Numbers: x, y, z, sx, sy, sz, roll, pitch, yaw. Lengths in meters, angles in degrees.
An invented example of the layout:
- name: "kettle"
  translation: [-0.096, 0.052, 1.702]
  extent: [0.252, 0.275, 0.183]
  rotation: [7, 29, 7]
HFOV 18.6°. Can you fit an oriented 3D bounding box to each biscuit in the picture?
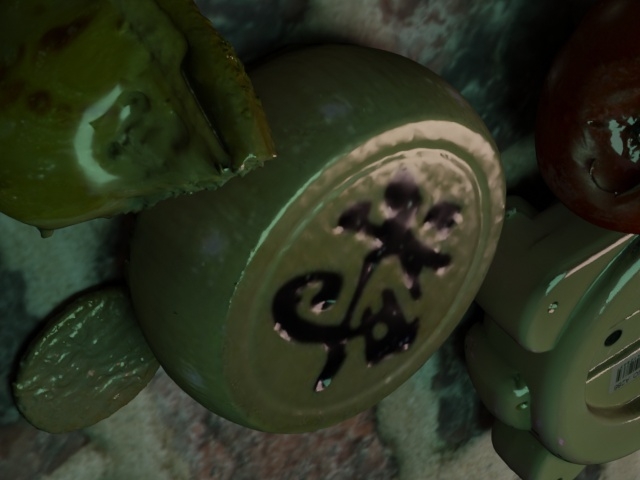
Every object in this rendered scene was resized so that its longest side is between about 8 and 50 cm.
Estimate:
- name: "biscuit"
  translation: [-0.146, 0.077, 1.251]
  extent: [0.120, 0.015, 0.120]
  rotation: [-27, 141, -24]

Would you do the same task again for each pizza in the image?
- name: "pizza"
  translation: [-0.124, -0.068, 0.980]
  extent: [0.080, 0.204, 0.188]
  rotation: [-13, 140, -52]

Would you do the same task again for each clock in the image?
- name: "clock"
  translation: [0.240, 0.048, 1.540]
  extent: [0.284, 0.114, 0.309]
  rotation: [-31, 145, -22]

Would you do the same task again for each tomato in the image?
- name: "tomato"
  translation: [0.240, -0.092, 1.350]
  extent: [0.151, 0.187, 0.187]
  rotation: [-62, 176, -64]

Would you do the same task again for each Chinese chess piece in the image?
- name: "Chinese chess piece"
  translation: [0.000, 0.000, 1.236]
  extent: [0.257, 0.104, 0.257]
  rotation: [-27, 137, -29]
